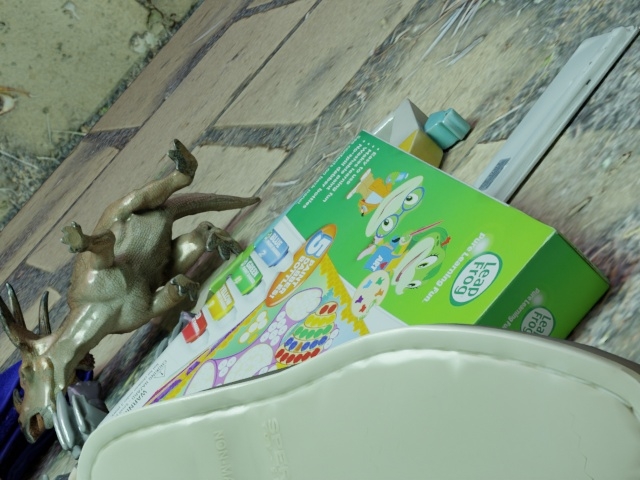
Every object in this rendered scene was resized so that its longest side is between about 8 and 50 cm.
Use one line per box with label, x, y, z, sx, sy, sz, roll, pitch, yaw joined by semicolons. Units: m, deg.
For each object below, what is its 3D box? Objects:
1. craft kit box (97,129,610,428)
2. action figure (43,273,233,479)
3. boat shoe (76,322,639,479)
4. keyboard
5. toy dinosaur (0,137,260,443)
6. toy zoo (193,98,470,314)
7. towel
craft kit box;0.007;0.069;1.089;0.250;0.061;0.246;-49;30;-4
action figure;-0.129;0.145;1.290;0.285;0.099;0.185;-47;-10;-37
boat shoe;0.034;0.098;0.870;0.324;0.116;0.097;-14;-4;39
keyboard;0.119;-0.043;1.272;0.256;0.014;0.072;-51;9;-15
toy dinosaur;-0.187;0.028;1.755;0.200;0.127;0.295;-35;10;47
toy zoo;0.000;0.000;1.475;0.293;0.030;0.192;-43;14;22
towel;-0.358;0.223;1.866;0.308;0.076;0.227;-32;19;48
